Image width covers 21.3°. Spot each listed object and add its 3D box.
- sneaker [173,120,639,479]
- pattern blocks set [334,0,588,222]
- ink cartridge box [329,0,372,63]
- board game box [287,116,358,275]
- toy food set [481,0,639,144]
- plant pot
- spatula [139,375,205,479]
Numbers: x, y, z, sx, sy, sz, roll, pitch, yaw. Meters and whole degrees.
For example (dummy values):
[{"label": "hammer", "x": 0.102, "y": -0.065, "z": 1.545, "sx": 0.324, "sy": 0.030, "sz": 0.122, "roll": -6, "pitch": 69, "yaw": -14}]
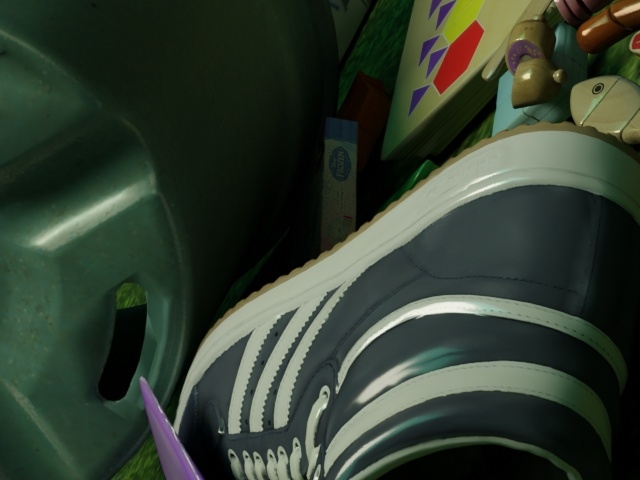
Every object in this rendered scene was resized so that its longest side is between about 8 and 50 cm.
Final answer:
[{"label": "sneaker", "x": 0.013, "y": 0.085, "z": 0.632, "sx": 0.282, "sy": 0.099, "sz": 0.153, "roll": -43, "pitch": 25, "yaw": 44}, {"label": "pattern blocks set", "x": 0.092, "y": -0.134, "z": 0.887, "sx": 0.285, "sy": 0.026, "sz": 0.325, "roll": -39, "pitch": 27, "yaw": 51}, {"label": "ink cartridge box", "x": -0.031, "y": -0.195, "z": 1.144, "sx": 0.190, "sy": 0.140, "sz": 0.082, "roll": -64, "pitch": 19, "yaw": -11}, {"label": "board game box", "x": 0.000, "y": 0.000, "z": 0.869, "sx": 0.090, "sy": 0.020, "sz": 0.090, "roll": 109, "pitch": 166, "yaw": -49}, {"label": "toy food set", "x": 0.113, "y": -0.082, "z": 0.698, "sx": 0.078, "sy": 0.019, "sz": 0.122, "roll": -56, "pitch": 35, "yaw": -6}, {"label": "plant pot", "x": -0.167, "y": -0.041, "z": 0.861, "sx": 0.341, "sy": 0.341, "sz": 0.334, "roll": -54, "pitch": 10, "yaw": 19}, {"label": "spatula", "x": -0.031, "y": 0.175, "z": 0.610, "sx": 0.296, "sy": 0.030, "sz": 0.084, "roll": -104, "pitch": 4, "yaw": -46}]
